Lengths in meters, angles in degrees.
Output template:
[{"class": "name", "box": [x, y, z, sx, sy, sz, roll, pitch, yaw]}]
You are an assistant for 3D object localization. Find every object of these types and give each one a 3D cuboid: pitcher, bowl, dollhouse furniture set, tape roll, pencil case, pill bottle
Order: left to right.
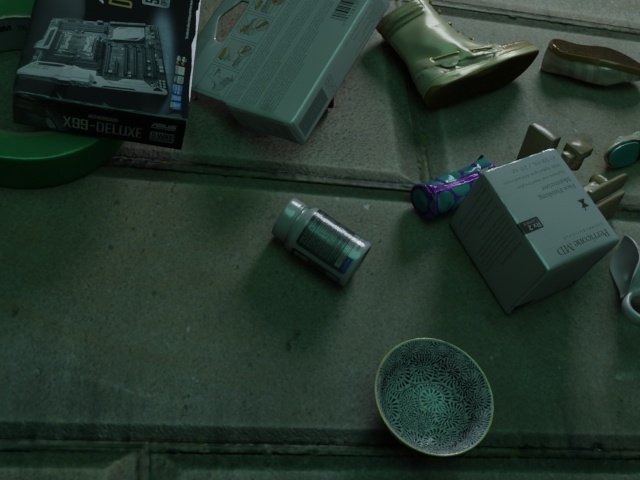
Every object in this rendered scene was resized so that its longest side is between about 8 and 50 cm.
[{"class": "tape roll", "box": [-0.446, -0.230, 1.343, 0.321, 0.077, 0.321, 7, 58, -11]}, {"class": "pill bottle", "box": [0.000, 0.000, 1.326, 0.137, 0.078, 0.078, 34, 56, 6]}, {"class": "bowl", "box": [0.145, 0.227, 1.225, 0.170, 0.080, 0.170, 7, 58, -11]}, {"class": "pencil case", "box": [0.222, -0.086, 1.448, 0.151, 0.070, 0.064, -23, 68, -26]}, {"class": "dollhouse furniture set", "box": [0.426, -0.116, 1.497, 0.123, 0.144, 0.151, -24, 54, -32]}, {"class": "pitcher", "box": [0.573, 0.089, 1.405, 0.207, 0.125, 0.178, 15, 46, 2]}]

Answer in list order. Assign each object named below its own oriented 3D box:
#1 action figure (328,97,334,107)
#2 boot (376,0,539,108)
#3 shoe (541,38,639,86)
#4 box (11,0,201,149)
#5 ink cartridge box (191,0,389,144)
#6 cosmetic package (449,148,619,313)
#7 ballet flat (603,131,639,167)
[{"class": "action figure", "box": [0.035, -0.361, 1.564, 0.091, 0.139, 0.280, 25, 78, -3]}, {"class": "boot", "box": [0.249, -0.360, 1.614, 0.262, 0.095, 0.203, -23, 66, -22]}, {"class": "shoe", "box": [0.525, -0.335, 1.703, 0.219, 0.058, 0.077, 9, 37, -15]}, {"class": "box", "box": [-0.309, -0.294, 1.329, 0.242, 0.076, 0.308, 9, 57, -12]}, {"class": "ink cartridge box", "box": [-0.068, -0.324, 1.462, 0.261, 0.066, 0.296, 22, 73, 29]}, {"class": "cosmetic package", "box": [0.327, -0.014, 1.383, 0.151, 0.151, 0.184, -20, 67, -25]}, {"class": "ballet flat", "box": [0.567, -0.171, 1.619, 0.168, 0.057, 0.052, -13, 36, -27]}]
